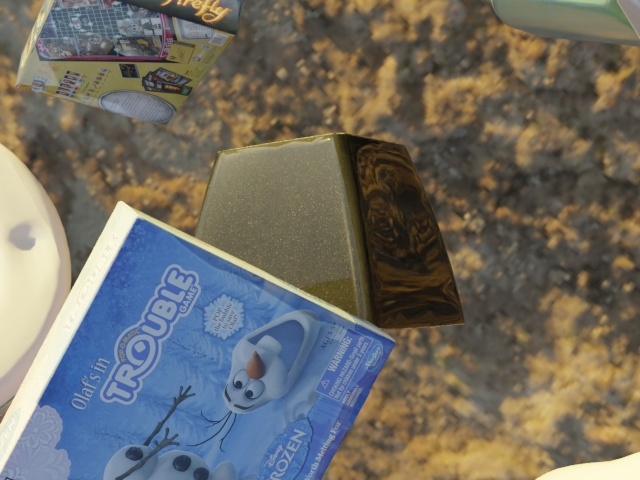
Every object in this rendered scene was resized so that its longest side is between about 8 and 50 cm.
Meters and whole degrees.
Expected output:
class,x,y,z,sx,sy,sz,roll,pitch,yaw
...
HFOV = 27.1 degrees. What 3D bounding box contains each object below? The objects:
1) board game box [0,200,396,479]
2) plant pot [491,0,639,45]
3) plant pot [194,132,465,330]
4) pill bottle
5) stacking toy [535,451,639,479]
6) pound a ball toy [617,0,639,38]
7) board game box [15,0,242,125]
class,x,y,z,sx,sy,sz,roll,pitch,yaw
board game box,-0.037,0.048,0.373,0.090,0.090,0.020,27,-177,-26
plant pot,0.244,-0.261,1.183,0.165,0.234,0.166,11,100,25
plant pot,0.000,0.000,1.149,0.188,0.187,0.167,-5,86,30
pill bottle,-0.306,0.070,0.933,0.204,0.204,0.361,45,150,-2
stacking toy,0.279,0.392,0.844,0.350,0.480,0.350,8,166,2
pound a ball toy,0.221,-0.122,0.513,0.208,0.319,0.136,-48,69,11
board game box,-0.192,-0.190,1.288,0.165,0.042,0.243,13,160,-19
